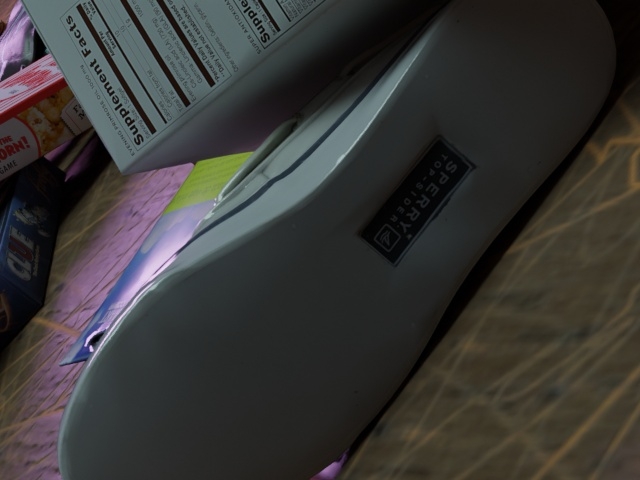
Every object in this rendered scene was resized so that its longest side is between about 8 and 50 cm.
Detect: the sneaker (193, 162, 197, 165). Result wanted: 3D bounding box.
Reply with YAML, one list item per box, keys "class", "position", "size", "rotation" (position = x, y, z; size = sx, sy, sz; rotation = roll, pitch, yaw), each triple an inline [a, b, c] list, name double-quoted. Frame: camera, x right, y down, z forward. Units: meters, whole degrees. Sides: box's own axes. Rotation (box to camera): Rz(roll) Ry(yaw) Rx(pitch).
- class: "sneaker"
  position: [-0.072, -0.087, 1.120]
  size: [0.084, 0.069, 0.185]
  rotation: [-49, 16, -12]

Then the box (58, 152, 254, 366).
- class: "box"
  position: [-0.051, -0.003, 0.939]
  size: [0.178, 0.042, 0.109]
  rotation: [-58, 18, -21]

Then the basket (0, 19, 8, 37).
- class: "basket"
  position: [-0.414, -0.123, 1.809]
  size: [0.299, 0.213, 0.223]
  rotation: [-29, 28, 50]

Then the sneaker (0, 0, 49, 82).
- class: "sneaker"
  position: [-0.250, -0.116, 1.546]
  size: [0.267, 0.101, 0.106]
  rotation: [-64, 20, -14]

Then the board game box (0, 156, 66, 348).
- class: "board game box"
  position: [-0.259, 0.040, 1.375]
  size: [0.165, 0.042, 0.243]
  rotation: [-46, 18, 14]

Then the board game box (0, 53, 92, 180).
- class: "board game box"
  position: [-0.220, -0.094, 1.423]
  size: [0.193, 0.045, 0.147]
  rotation: [-33, 17, -17]

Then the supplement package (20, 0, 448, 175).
- class: "supplement package"
  position: [0.003, -0.151, 0.784]
  size: [0.203, 0.149, 0.194]
  rotation: [-36, -9, 30]

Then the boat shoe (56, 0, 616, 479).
- class: "boat shoe"
  position: [0.000, 0.000, 0.725]
  size: [0.267, 0.096, 0.088]
  rotation: [-52, 13, -6]
